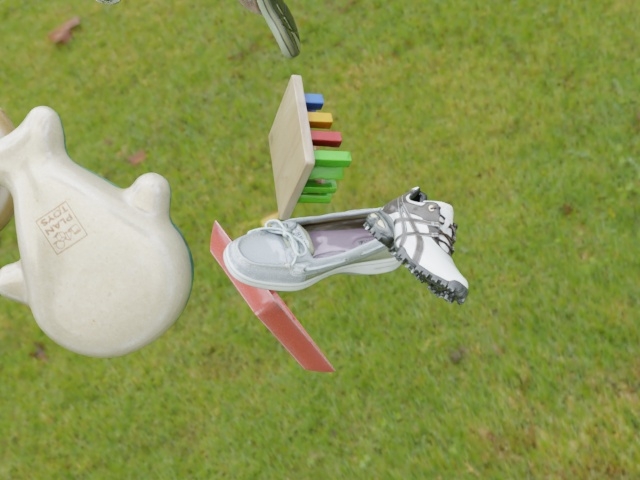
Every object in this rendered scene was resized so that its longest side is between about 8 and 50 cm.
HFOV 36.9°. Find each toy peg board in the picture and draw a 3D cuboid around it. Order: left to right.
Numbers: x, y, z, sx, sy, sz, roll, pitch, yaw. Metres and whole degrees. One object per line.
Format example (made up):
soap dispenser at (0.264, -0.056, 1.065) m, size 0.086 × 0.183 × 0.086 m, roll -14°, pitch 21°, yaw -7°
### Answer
toy peg board at (-0.016, -0.138, 1.462) m, size 0.079 × 0.161 × 0.160 m, roll 1°, pitch 60°, yaw -18°

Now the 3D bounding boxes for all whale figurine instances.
whale figurine at (-0.251, -0.008, 1.033) m, size 0.216 × 0.272 × 0.141 m, roll -35°, pitch 4°, yaw 5°

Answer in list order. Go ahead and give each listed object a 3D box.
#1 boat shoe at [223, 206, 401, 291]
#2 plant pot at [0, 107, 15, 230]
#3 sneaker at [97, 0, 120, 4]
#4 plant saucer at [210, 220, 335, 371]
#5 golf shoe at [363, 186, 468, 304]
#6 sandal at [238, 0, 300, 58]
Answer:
boat shoe at (0.002, 0.002, 1.524) m, size 0.320 × 0.103 × 0.118 m, roll -4°, pitch 47°, yaw -23°
plant pot at (-0.527, -0.101, 1.332) m, size 0.236 × 0.236 × 0.032 m, roll -16°, pitch 3°, yaw 9°
sneaker at (-0.330, -0.374, 1.461) m, size 0.037 × 0.083 × 0.032 m, roll 38°, pitch 103°, yaw 26°
plant saucer at (-0.098, 0.114, 1.753) m, size 0.048 × 0.258 × 0.259 m, roll -39°, pitch 46°, yaw -3°
golf shoe at (0.127, -0.003, 1.125) m, size 0.094 × 0.077 × 0.198 m, roll -44°, pitch 40°, yaw 2°
sandal at (-0.135, -0.514, 2.007) m, size 0.086 × 0.303 × 0.120 m, roll -17°, pitch 17°, yaw 23°
